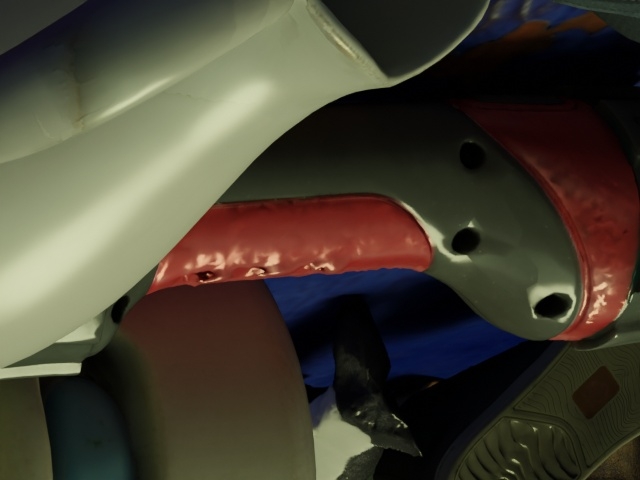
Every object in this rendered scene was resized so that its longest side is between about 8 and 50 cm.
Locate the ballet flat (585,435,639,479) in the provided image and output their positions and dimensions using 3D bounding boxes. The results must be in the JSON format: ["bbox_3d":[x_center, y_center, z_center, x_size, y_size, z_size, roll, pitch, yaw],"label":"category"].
[{"bbox_3d":[0.089,0.189,1.329,0.316,0.106,0.107,-13,163,4],"label":"ballet flat"}]

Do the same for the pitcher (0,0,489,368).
[{"bbox_3d":[-0.078,-0.033,0.429,0.207,0.125,0.178,-24,-172,22],"label":"pitcher"}]

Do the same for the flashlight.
[{"bbox_3d":[0.000,0.000,0.653,0.304,0.103,0.103,-6,143,-28],"label":"flashlight"}]

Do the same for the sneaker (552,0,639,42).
[{"bbox_3d":[0.120,-0.112,0.387,0.226,0.086,0.163,-10,155,26],"label":"sneaker"}]

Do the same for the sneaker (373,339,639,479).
[{"bbox_3d":[0.125,0.070,0.990,0.222,0.083,0.118,-35,-166,-18],"label":"sneaker"}]

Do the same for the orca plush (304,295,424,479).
[{"bbox_3d":[-0.039,0.100,1.053,0.151,0.102,0.287,36,138,-4],"label":"orca plush"}]

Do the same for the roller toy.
[{"bbox_3d":[-0.106,0.085,0.723,0.146,0.209,0.191,-2,126,-29],"label":"roller toy"}]

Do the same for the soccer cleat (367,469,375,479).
[{"bbox_3d":[0.028,0.138,1.219,0.060,0.072,0.179,18,161,35],"label":"soccer cleat"}]

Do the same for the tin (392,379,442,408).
[{"bbox_3d":[0.091,0.150,1.205,0.040,0.106,0.190,-20,161,25],"label":"tin"}]
